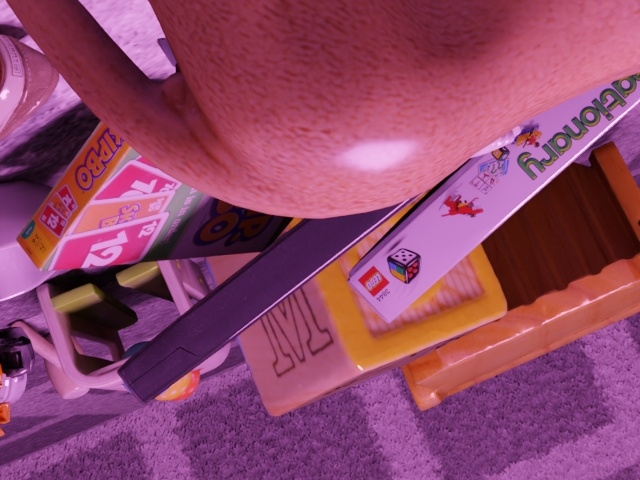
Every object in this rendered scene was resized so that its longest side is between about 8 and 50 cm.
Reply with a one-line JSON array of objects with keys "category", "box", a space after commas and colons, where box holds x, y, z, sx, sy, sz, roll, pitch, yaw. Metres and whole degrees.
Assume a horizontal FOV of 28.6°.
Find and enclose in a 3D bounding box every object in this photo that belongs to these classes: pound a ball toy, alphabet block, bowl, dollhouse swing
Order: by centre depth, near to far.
[{"category": "bowl", "box": [-0.234, 0.007, 0.821, 0.142, 0.053, 0.142, -16, 169, -35]}, {"category": "alphabet block", "box": [0.028, 0.037, 1.223, 0.192, 0.193, 0.197, -20, 171, -31]}, {"category": "pound a ball toy", "box": [-0.206, 0.114, 1.271, 0.208, 0.136, 0.319, -23, 171, -1]}, {"category": "dollhouse swing", "box": [0.219, 0.012, 1.477, 0.346, 0.315, 0.305, -25, 152, 9]}]

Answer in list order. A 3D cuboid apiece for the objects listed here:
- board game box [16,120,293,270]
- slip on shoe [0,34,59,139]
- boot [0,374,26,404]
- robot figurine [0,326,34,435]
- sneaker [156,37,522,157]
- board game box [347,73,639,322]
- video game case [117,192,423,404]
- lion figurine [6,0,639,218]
[{"category": "board game box", "box": [-0.070, -0.039, 0.828, 0.124, 0.039, 0.259, -49, 161, 24]}, {"category": "slip on shoe", "box": [-0.182, -0.053, 0.609, 0.135, 0.051, 0.041, -36, 164, 26]}, {"category": "boot", "box": [-0.418, 0.174, 1.303, 0.123, 0.095, 0.258, -3, 153, -44]}, {"category": "robot figurine", "box": [-0.331, 0.110, 0.879, 0.291, 0.085, 0.211, -3, -172, 44]}, {"category": "sneaker", "box": [-0.003, -0.087, 0.529, 0.153, 0.094, 0.235, -16, -147, 14]}, {"category": "board game box", "box": [0.162, -0.075, 0.961, 0.305, 0.053, 0.193, -43, 179, 24]}, {"category": "video game case", "box": [0.000, 0.000, 0.888, 0.275, 0.035, 0.248, -38, 180, 8]}, {"category": "lion figurine", "box": [0.068, -0.093, 0.366, 0.392, 0.240, 0.142, -23, 171, 3]}]
